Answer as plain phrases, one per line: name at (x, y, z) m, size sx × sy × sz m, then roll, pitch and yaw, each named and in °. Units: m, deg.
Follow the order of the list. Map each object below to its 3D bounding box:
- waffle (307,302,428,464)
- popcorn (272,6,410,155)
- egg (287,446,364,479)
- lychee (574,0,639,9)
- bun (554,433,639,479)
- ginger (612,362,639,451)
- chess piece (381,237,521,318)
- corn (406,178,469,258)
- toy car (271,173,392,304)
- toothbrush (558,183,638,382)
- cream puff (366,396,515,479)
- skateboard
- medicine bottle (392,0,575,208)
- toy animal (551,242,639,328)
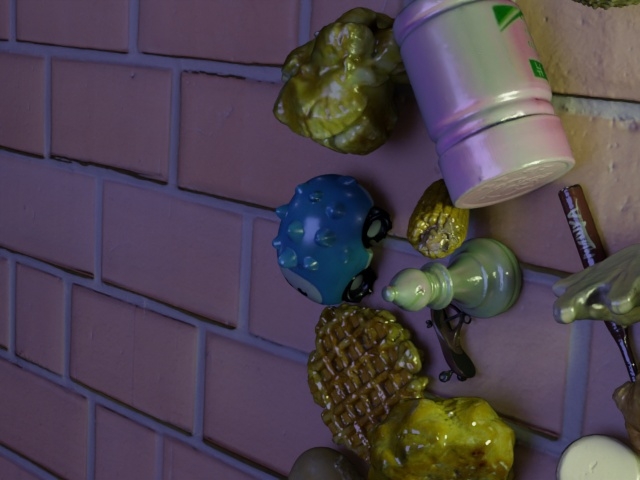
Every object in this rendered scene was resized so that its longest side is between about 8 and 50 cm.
waffle at (0.091, 0.268, 2.278) m, size 0.325 × 0.068 × 0.302 m, roll 18°, pitch 108°, yaw 43°
popcorn at (0.054, -0.288, 2.139) m, size 0.276 × 0.226 × 0.276 m, roll -13°, pitch 73°, yaw 48°
egg at (0.008, 0.499, 2.324) m, size 0.164 × 0.164 × 0.201 m, roll -20°, pitch 75°, yaw 46°
lychee at (0.422, -0.456, 1.725) m, size 0.274 × 0.255 × 0.255 m, roll 114°, pitch 138°, yaw -71°
bun at (0.444, 0.378, 1.897) m, size 0.138 × 0.094 × 0.138 m, roll -12°, pitch 60°, yaw 22°
ginger at (0.532, 0.247, 1.773) m, size 0.216 × 0.102 × 0.157 m, roll -19°, pitch 88°, yaw 46°
chess piece at (0.199, 0.074, 1.987) m, size 0.139 × 0.272 × 0.139 m, roll 9°, pitch 103°, yaw 47°
corn at (0.201, -0.041, 2.006) m, size 0.097 × 0.261 × 0.097 m, roll 4°, pitch 113°, yaw 10°
toy car at (0.000, 0.000, 2.255) m, size 0.188 × 0.190 × 0.255 m, roll 37°, pitch 122°, yaw 37°
toothbrush at (0.449, 0.083, 1.891) m, size 0.041 × 0.041 × 0.363 m, roll -29°, pitch 74°, yaw 45°
cream puff at (0.204, 0.363, 2.072) m, size 0.185 × 0.282 × 0.281 m, roll -96°, pitch 29°, yaw -52°
skateboard at (0.236, 0.172, 2.119) m, size 0.080 × 0.067 × 0.151 m, roll -30°, pitch 69°, yaw 35°
medicine bottle at (0.259, -0.236, 1.931) m, size 0.212 × 0.212 × 0.325 m, roll -32°, pitch 71°, yaw 44°
toy animal at (0.506, 0.103, 1.719) m, size 0.188 × 0.308 × 0.266 m, roll 60°, pitch -178°, yaw -27°
